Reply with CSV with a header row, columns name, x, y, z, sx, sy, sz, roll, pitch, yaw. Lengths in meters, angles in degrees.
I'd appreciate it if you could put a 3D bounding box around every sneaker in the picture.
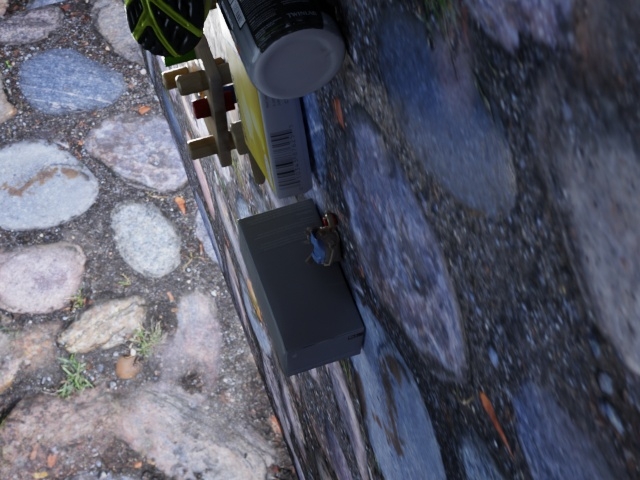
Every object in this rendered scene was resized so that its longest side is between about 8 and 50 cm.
name,x,y,z,sx,sy,sz,roll,pitch,yaw
sneaker,-0.219,-0.458,1.659,0.147,0.145,0.385,-82,-2,-64

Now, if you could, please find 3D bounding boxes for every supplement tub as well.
name,x,y,z,sx,sy,sz,roll,pitch,yaw
supplement tub,-0.053,-0.265,1.365,0.117,0.117,0.190,88,163,-55

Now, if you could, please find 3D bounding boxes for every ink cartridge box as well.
name,x,y,z,sx,sy,sz,roll,pitch,yaw
ink cartridge box,-0.099,-0.261,1.774,0.307,0.072,0.304,-126,22,-59

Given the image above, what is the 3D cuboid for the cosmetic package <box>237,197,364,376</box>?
name,x,y,z,sx,sy,sz,roll,pitch,yaw
cosmetic package,-0.032,0.069,1.777,0.107,0.127,0.238,95,158,-64

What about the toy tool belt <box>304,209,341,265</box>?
name,x,y,z,sx,sy,sz,roll,pitch,yaw
toy tool belt,0.000,0.000,1.697,0.052,0.051,0.083,-117,14,-44

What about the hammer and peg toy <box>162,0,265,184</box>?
name,x,y,z,sx,sy,sz,roll,pitch,yaw
hammer and peg toy,-0.200,-0.254,2.158,0.266,0.127,0.361,89,162,-57
